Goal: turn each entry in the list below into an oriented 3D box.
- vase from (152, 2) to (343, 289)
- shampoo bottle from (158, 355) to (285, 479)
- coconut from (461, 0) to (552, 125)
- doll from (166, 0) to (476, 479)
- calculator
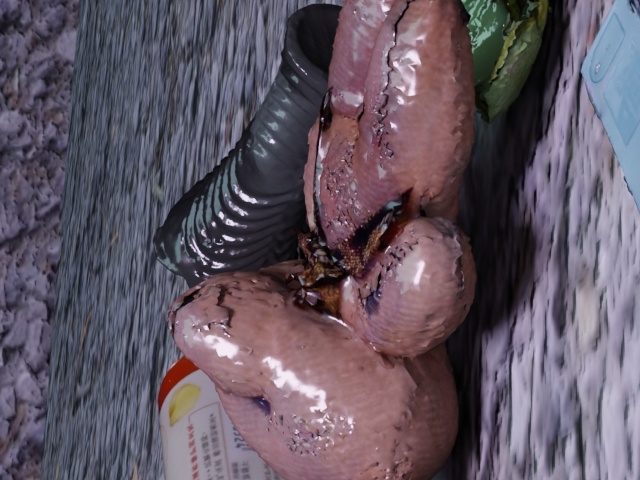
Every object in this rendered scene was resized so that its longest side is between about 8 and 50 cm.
[{"bbox_3d":[-0.027,-0.058,1.249,0.237,0.115,0.115,123,151,-48],"label":"vase"},{"bbox_3d":[-0.048,0.191,1.186,0.278,0.104,0.104,-103,25,-53],"label":"shampoo bottle"},{"bbox_3d":[0.082,-0.131,0.941,0.133,0.055,0.158,118,143,-72],"label":"coconut"},{"bbox_3d":[0.000,0.000,0.936,0.201,0.156,0.303,-115,25,-63],"label":"doll"},{"bbox_3d":[0.143,-0.040,0.754,0.172,0.018,0.057,-101,22,-49],"label":"calculator"}]
